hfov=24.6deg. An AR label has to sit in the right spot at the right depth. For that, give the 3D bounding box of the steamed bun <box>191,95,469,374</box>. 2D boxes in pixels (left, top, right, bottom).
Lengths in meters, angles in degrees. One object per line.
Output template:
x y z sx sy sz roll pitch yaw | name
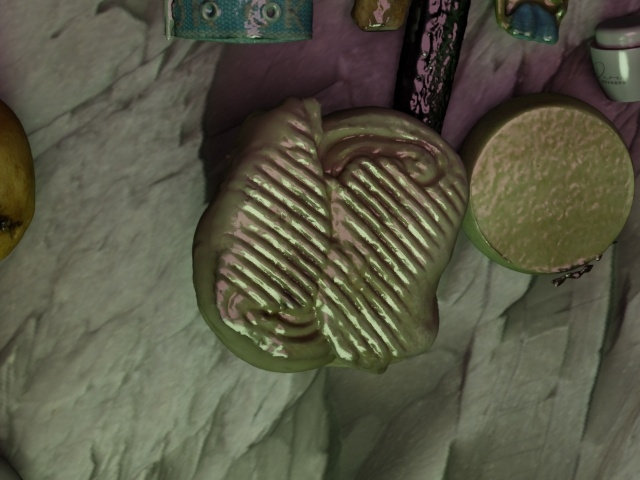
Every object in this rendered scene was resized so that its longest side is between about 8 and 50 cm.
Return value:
-0.010 -0.002 1.743 0.309 0.219 0.324 11 86 -20 | steamed bun

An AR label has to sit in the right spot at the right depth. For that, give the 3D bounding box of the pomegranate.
-0.451 -0.068 1.649 0.260 0.260 0.261 -2 101 -8 | pomegranate

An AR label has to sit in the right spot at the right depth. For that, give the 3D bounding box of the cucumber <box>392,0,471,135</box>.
0.127 -0.193 1.789 0.074 0.074 0.242 10 101 -10 | cucumber

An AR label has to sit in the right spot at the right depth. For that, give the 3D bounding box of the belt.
-0.091 -0.271 1.709 0.163 0.147 0.082 -3 99 -18 | belt

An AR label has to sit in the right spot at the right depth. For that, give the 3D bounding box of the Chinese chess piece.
0.276 -0.067 1.826 0.237 0.092 0.238 -2 101 -9 | Chinese chess piece

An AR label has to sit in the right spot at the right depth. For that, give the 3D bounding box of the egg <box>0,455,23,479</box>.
-0.426 0.354 1.769 0.176 0.176 0.232 -21 113 -4 | egg

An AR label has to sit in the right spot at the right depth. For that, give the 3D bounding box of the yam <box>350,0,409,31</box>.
0.100 -0.423 1.740 0.081 0.081 0.357 10 101 -10 | yam

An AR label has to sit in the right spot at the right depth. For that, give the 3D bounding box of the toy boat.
0.271 -0.379 1.772 0.111 0.084 0.276 9 96 -7 | toy boat

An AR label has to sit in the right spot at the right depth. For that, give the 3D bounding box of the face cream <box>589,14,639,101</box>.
0.381 -0.225 1.811 0.091 0.091 0.095 -12 111 -5 | face cream
